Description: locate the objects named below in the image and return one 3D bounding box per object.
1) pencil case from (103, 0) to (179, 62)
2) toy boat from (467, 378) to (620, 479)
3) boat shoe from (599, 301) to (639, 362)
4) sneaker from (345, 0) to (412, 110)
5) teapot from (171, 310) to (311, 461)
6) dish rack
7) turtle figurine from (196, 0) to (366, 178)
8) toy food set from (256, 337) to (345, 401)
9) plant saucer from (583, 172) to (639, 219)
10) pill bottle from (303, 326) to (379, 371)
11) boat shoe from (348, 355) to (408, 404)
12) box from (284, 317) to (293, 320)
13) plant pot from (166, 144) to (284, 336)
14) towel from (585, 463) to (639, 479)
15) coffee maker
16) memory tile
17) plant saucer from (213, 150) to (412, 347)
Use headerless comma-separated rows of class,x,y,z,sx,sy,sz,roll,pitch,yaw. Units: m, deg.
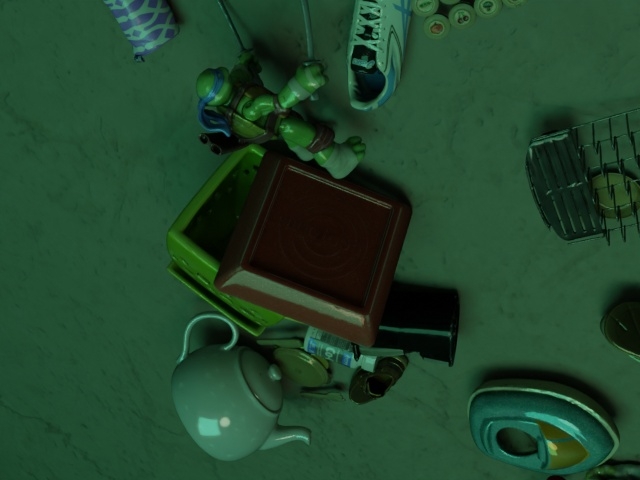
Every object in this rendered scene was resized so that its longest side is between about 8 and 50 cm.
pencil case,-0.290,-0.376,1.389,0.088,0.086,0.206,19,142,53
toy boat,0.398,0.395,1.663,0.267,0.148,0.318,1,122,28
boat shoe,0.579,0.176,1.432,0.302,0.109,0.098,20,175,9
sneaker,0.076,-0.283,1.276,0.085,0.086,0.237,15,133,17
teapot,-0.164,0.297,1.857,0.187,0.253,0.256,-33,143,15
dish rack,0.422,-0.083,1.263,0.271,0.074,0.208,-14,120,23
turtle figurine,-0.042,-0.224,1.338,0.197,0.275,0.266,-11,149,36
toy food set,-0.033,0.246,1.860,0.132,0.039,0.192,-3,133,39
plant saucer,0.422,-0.067,1.340,0.083,0.015,0.083,14,134,15
pill bottle,0.044,0.192,1.732,0.137,0.078,0.078,19,136,12
boat shoe,0.101,0.273,1.790,0.064,0.060,0.178,35,137,-6
box,-0.099,0.087,1.718,0.232,0.058,0.087,15,135,20
plant pot,-0.112,0.011,1.529,0.228,0.227,0.207,37,152,0
towel,0.700,0.544,1.708,0.374,0.090,0.321,-2,125,29
coffee maker,0.144,0.139,1.583,0.178,0.120,0.171,2,152,12
memory tile,0.185,-0.328,1.202,0.148,0.012,0.113,-19,121,23
plant saucer,0.000,0.000,1.421,0.258,0.259,0.048,21,153,-4
